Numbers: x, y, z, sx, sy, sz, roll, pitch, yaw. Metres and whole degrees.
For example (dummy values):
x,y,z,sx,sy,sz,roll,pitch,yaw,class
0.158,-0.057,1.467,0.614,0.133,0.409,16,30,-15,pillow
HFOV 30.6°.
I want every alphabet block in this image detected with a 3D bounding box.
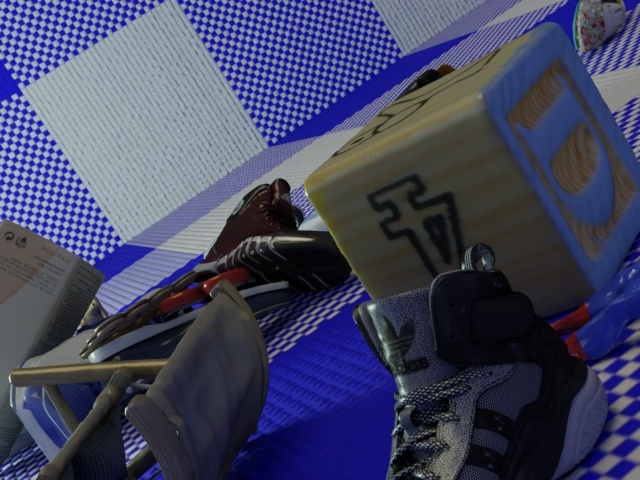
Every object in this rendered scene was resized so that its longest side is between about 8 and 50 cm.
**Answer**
x,y,z,sx,sy,sz,roll,pitch,yaw,class
0.141,-0.042,1.009,0.197,0.193,0.192,-24,12,40,alphabet block

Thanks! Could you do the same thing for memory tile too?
x,y,z,sx,sy,sz,roll,pitch,yaw,class
-0.213,0.088,1.370,0.148,0.012,0.113,-32,-7,-36,memory tile

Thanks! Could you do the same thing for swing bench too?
x,y,z,sx,sy,sz,roll,pitch,yaw,class
-0.171,0.185,0.978,0.254,0.165,0.253,-23,12,18,swing bench

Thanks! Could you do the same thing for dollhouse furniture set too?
x,y,z,sx,sy,sz,roll,pitch,yaw,class
-0.453,0.148,2.030,0.144,0.123,0.151,-22,15,45,dollhouse furniture set

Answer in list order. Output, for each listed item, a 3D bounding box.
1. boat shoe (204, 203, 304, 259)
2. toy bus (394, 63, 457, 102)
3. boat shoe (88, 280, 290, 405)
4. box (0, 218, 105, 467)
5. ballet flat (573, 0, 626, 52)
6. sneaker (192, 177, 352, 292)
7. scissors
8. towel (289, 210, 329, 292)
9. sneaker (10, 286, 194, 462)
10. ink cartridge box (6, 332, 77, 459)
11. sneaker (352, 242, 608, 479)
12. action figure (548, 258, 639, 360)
x,y,z,sx,sy,sz,roll,pitch,yaw,class
-0.111,-0.001,1.877,0.183,0.065,0.083,-30,10,8,boat shoe
0.107,-0.090,1.500,0.220,0.149,0.211,-45,3,-39,toy bus
-0.143,0.119,1.378,0.254,0.079,0.095,-22,-8,-23,boat shoe
-0.418,0.144,1.524,0.311,0.121,0.148,-62,-8,-10,box
0.452,-0.366,1.886,0.077,0.091,0.241,-5,24,18,ballet flat
-0.050,-0.019,1.500,0.281,0.106,0.162,-11,49,46,sneaker
-0.121,0.063,1.439,0.109,0.021,0.297,-26,-6,5,scissors
0.000,0.000,1.649,0.209,0.034,0.285,-26,13,33,towel
-0.249,0.142,1.468,0.182,0.127,0.315,-31,9,18,sneaker
-0.405,0.226,1.631,0.207,0.046,0.097,-33,49,-4,ink cartridge box
0.059,0.110,0.662,0.101,0.153,0.268,-22,15,45,sneaker
0.230,-0.010,0.783,0.280,0.139,0.091,-23,15,29,action figure
